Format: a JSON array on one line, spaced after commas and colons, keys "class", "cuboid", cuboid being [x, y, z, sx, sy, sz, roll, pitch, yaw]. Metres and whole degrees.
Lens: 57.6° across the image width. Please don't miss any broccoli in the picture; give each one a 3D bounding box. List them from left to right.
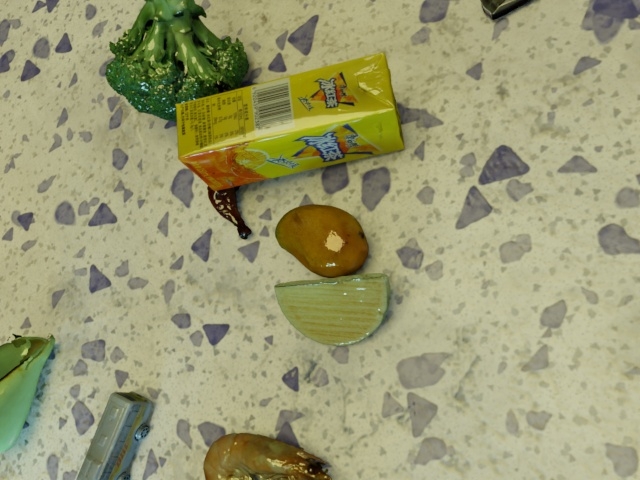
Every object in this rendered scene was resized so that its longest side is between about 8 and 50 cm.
[{"class": "broccoli", "cuboid": [-0.267, -0.356, 1.095, 0.270, 0.270, 0.270, 29, 130, 28]}]

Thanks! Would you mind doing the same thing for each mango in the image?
[{"class": "mango", "cuboid": [0.005, -0.005, 0.953, 0.165, 0.089, 0.115, 39, 101, 31]}]

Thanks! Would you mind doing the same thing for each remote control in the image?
[{"class": "remote control", "cuboid": [0.369, -0.437, 0.963, 0.212, 0.028, 0.059, -26, 66, 14]}]

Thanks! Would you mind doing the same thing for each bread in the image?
[{"class": "bread", "cuboid": [0.026, 0.112, 0.920, 0.192, 0.036, 0.112, -8, 102, 25]}]

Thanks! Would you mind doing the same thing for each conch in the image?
[{"class": "conch", "cuboid": [-0.622, 0.286, 1.099, 0.143, 0.137, 0.251, 3, 75, 25]}]

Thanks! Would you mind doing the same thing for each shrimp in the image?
[{"class": "shrimp", "cuboid": [-0.084, 0.368, 0.890, 0.236, 0.053, 0.133, -2, 71, 26]}]

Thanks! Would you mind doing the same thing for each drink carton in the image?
[{"class": "drink carton", "cuboid": [-0.046, -0.188, 0.966, 0.351, 0.154, 0.111, -12, 72, 11]}]

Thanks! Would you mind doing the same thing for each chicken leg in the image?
[{"class": "chicken leg", "cuboid": [-0.169, -0.098, 1.080, 0.093, 0.053, 0.205, -3, 76, 7]}]

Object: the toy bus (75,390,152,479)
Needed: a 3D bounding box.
[{"class": "toy bus", "cuboid": [-0.354, 0.357, 0.997, 0.064, 0.075, 0.191, 16, 80, 26]}]
